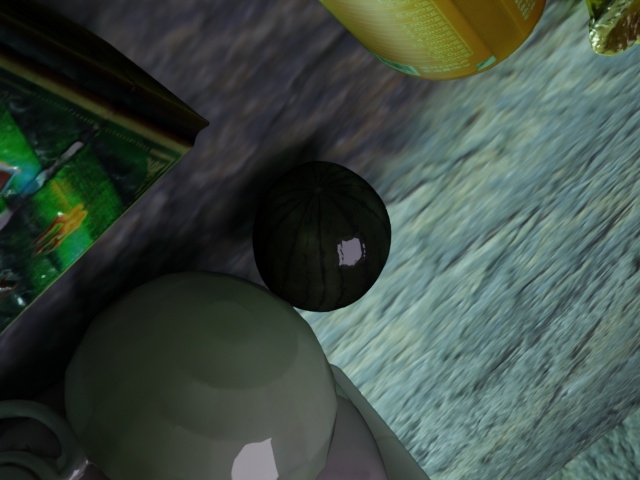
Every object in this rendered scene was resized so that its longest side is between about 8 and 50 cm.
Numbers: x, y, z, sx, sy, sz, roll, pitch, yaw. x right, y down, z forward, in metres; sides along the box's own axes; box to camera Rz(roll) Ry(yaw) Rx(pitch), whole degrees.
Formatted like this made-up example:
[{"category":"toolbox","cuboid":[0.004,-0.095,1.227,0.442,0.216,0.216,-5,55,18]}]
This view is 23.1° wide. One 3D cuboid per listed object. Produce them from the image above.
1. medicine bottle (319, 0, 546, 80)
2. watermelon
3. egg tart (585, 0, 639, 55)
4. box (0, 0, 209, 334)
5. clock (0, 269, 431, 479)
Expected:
[{"category":"medicine bottle","cuboid":[0.030,-0.130,0.616,0.096,0.096,0.192,-44,161,7]},{"category":"watermelon","cuboid":[0.000,0.000,0.879,0.078,0.078,0.110,-35,166,-18]},{"category":"egg tart","cuboid":[0.197,-0.159,0.968,0.105,0.039,0.105,-36,161,-15]},{"category":"box","cuboid":[-0.156,-0.027,0.525,0.159,0.071,0.240,-46,161,8]},{"category":"clock","cuboid":[-0.107,0.178,0.930,0.342,0.184,0.326,-48,157,3]}]
